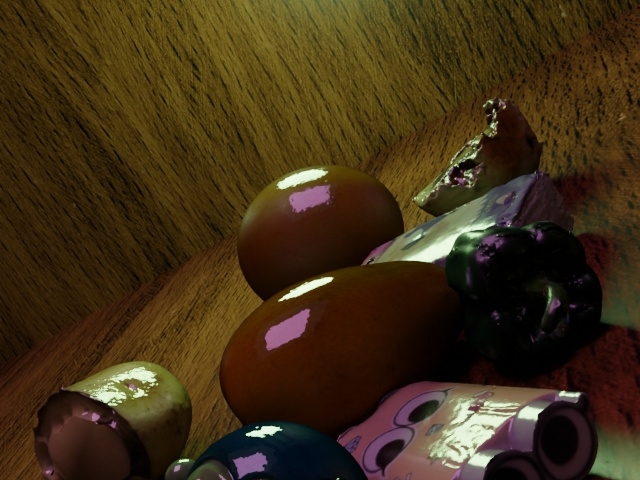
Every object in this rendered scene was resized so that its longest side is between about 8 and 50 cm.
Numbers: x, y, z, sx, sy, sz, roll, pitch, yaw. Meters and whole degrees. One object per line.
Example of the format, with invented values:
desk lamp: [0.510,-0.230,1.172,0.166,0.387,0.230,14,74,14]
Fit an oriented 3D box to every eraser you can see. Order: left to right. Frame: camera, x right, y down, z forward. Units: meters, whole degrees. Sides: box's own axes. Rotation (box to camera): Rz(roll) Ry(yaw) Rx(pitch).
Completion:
eraser: [0.136,0.218,0.994,0.171,0.087,0.290,-39,12,-24]

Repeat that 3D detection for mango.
mango: [0.038,0.143,1.262,0.378,0.221,0.264,-27,-10,-34]

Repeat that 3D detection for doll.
doll: [-0.065,0.290,0.962,0.186,0.198,0.322,-25,-6,-44]

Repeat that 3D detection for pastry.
pastry: [0.307,-0.115,1.813,0.256,0.170,0.237,-53,1,-39]

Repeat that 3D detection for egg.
egg: [0.000,0.000,1.804,0.351,0.283,0.282,-27,12,44]

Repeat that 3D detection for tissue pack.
tissue pack: [0.202,0.039,1.495,0.343,0.125,0.242,-27,12,34]

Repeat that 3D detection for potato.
potato: [-0.320,0.302,1.581,0.242,0.242,0.285,-44,-3,-46]

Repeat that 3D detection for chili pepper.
chili pepper: [0.254,0.065,1.160,0.165,0.174,0.261,-9,3,-17]
